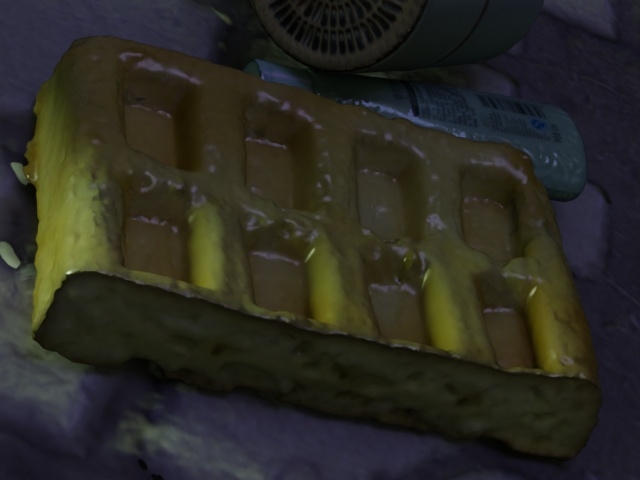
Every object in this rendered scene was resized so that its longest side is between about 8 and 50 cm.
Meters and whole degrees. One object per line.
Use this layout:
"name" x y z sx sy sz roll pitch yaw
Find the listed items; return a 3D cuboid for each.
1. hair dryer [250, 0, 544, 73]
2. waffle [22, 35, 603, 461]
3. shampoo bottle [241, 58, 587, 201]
"hair dryer" -0.051 -0.209 0.907 0.357 0.107 0.173 34 21 21
"waffle" 0.000 0.000 0.752 0.274 0.057 0.168 14 43 -19
"shampoo bottle" 0.048 -0.061 0.855 0.190 0.041 0.069 9 44 -24
